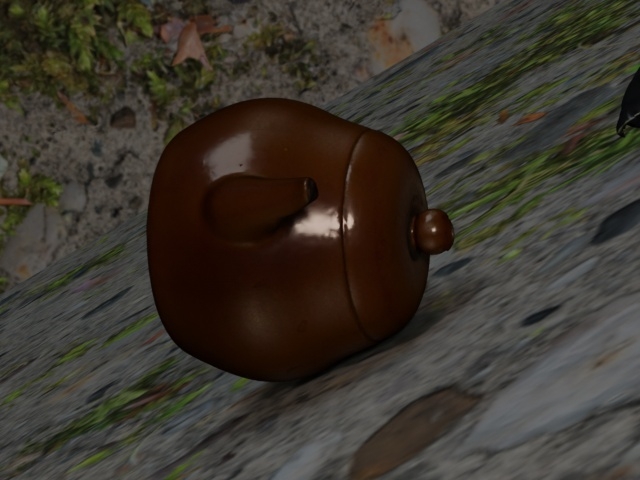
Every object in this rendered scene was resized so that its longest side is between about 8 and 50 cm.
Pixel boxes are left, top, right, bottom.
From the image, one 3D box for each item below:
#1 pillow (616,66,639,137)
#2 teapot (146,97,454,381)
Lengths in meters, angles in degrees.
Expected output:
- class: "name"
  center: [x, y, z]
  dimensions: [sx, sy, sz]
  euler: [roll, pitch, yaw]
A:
- class: "pillow"
  center: [0.213, -0.095, 0.689]
  dimensions: [0.208, 0.055, 0.141]
  euler: [-23, 2, 39]
- class: "teapot"
  center: [0.000, 0.000, 0.734]
  dimensions: [0.116, 0.116, 0.173]
  euler: [-29, -20, 10]
